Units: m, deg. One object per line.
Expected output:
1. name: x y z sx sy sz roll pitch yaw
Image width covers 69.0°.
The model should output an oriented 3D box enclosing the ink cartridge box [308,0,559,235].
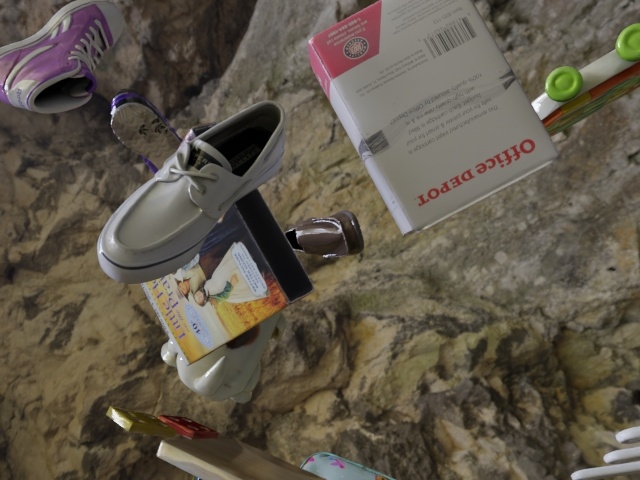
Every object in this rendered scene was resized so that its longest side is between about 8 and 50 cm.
1. ink cartridge box: 0.139 -0.173 0.624 0.283 0.207 0.117 63 -179 4

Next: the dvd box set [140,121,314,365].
1. dvd box set: -0.217 0.037 0.839 0.062 0.420 0.308 -25 -97 -44

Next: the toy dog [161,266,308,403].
1. toy dog: -0.217 0.184 1.223 0.284 0.408 0.395 30 171 4

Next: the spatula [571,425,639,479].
1. spatula: 0.317 0.134 0.335 0.241 0.168 0.019 -11 -128 6

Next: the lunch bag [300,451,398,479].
1. lunch bag: 0.053 0.564 0.924 0.278 0.108 0.224 10 -153 30

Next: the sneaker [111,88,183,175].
1. sneaker: -0.332 -0.201 0.982 0.146 0.102 0.293 55 174 39

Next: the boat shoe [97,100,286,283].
1. boat shoe: -0.124 -0.065 0.500 0.096 0.088 0.267 40 -125 11

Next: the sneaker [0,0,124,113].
1. sneaker: -0.410 -0.309 0.802 0.160 0.102 0.282 24 -120 19

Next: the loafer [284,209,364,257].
1. loafer: 0.000 0.000 1.363 0.130 0.365 0.134 -20 -84 -26

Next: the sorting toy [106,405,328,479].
1. sorting toy: -0.061 0.209 0.388 0.274 0.046 0.132 14 163 21

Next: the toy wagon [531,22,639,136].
1. toy wagon: 0.536 -0.303 0.859 0.068 0.344 0.267 64 -160 9
